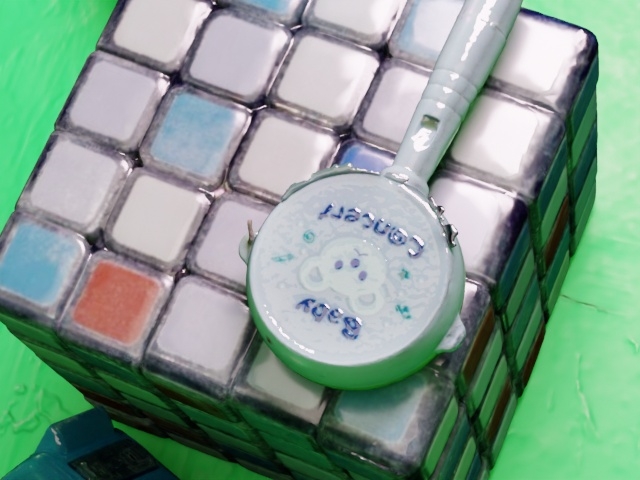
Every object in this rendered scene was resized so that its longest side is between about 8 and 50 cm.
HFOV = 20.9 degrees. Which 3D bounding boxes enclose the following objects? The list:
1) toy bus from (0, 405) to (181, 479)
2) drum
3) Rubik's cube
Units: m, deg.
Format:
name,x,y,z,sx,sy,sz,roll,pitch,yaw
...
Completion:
name,x,y,z,sx,sy,sz,roll,pitch,yaw
toy bus,-0.111,0.228,1.118,0.246,0.113,0.134,39,115,19
drum,0.064,-0.029,0.929,0.130,0.049,0.253,39,81,18
Rubik's cube,0.000,0.000,1.109,0.292,0.287,0.293,18,75,15
